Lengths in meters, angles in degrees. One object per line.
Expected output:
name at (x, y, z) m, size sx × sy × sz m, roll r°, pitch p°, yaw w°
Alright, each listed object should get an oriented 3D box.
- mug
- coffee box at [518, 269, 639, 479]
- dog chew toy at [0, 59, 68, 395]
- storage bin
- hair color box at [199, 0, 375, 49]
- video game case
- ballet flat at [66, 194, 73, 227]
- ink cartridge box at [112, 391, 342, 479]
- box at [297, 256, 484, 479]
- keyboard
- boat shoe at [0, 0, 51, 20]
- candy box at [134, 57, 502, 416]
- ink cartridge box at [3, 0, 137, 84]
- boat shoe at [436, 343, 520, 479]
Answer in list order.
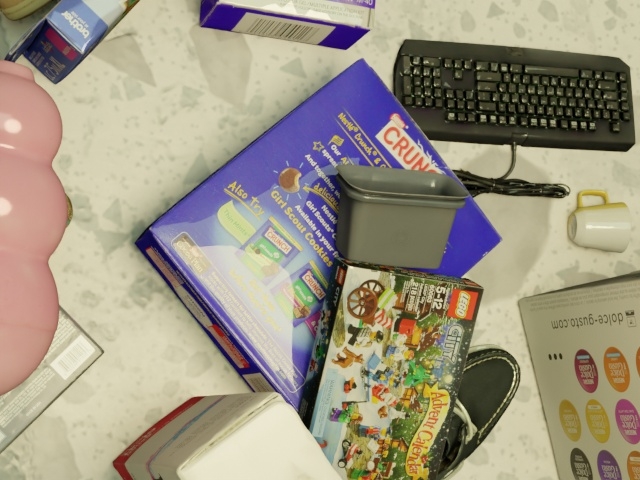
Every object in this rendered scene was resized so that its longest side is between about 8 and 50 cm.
mug at (0.336, -0.020, 1.796) m, size 0.064 × 0.078 × 0.062 m, roll 1°, pitch 116°, yaw -9°
coffee box at (0.479, 0.181, 1.662) m, size 0.338 × 0.338 × 0.334 m, roll -12°, pitch 88°, yaw -20°
dog chew toy at (-0.344, -0.015, 1.453) m, size 0.207 × 0.206 × 0.331 m, roll 13°, pitch 86°, yaw -16°
storage bin at (0.076, -0.024, 1.566) m, size 0.135 × 0.098 × 0.091 m, roll 5°, pitch 110°, yaw -19°
hair color box at (-0.026, -0.405, 1.691) m, size 0.185 × 0.110 × 0.338 m, roll 7°, pitch 80°, yaw -16°
video game case at (-0.393, 0.088, 1.556) m, size 0.274 × 0.026 × 0.196 m, roll 47°, pitch 73°, yaw -7°
ballet flat at (-0.346, -0.085, 1.569) m, size 0.206 × 0.067 × 0.073 m, roll 36°, pitch 75°, yaw -10°
ink cartridge box at (-0.073, 0.277, 1.488) m, size 0.131 × 0.306 × 0.226 m, roll -36°, pitch 95°, yaw -18°
box at (0.068, 0.143, 1.549) m, size 0.159 × 0.044 × 0.233 m, roll 9°, pitch 100°, yaw -21°
keyboard at (0.238, -0.138, 1.785) m, size 0.317 × 0.033 × 0.201 m, roll 2°, pitch 83°, yaw -17°
boat shoe at (-0.251, -0.386, 1.559) m, size 0.110 × 0.121 × 0.341 m, roll 36°, pitch 100°, yaw -27°
candy box at (0.000, 0.000, 1.643) m, size 0.317 × 0.122 × 0.268 m, roll -40°, pitch 96°, yaw -17°
ink cartridge box at (-0.219, -0.272, 1.570) m, size 0.065 × 0.186 × 0.311 m, roll 46°, pitch 73°, yaw -10°
boat shoe at (0.125, 0.226, 1.671) m, size 0.302 × 0.091 × 0.114 m, roll -41°, pitch 97°, yaw -18°
